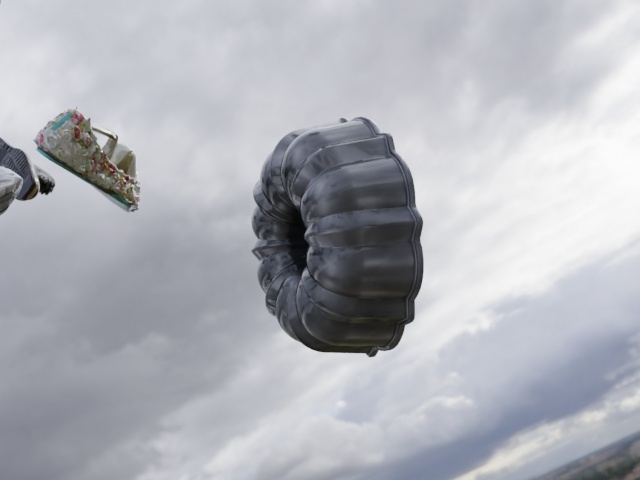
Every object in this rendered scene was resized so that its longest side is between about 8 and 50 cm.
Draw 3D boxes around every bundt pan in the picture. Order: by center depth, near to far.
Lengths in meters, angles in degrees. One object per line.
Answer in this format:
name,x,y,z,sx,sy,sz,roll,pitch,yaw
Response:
bundt pan,0.000,0.000,1.126,0.124,0.330,0.331,-6,-26,-26

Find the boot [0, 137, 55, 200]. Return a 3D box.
boot,-0.516,-0.109,1.523,0.077,0.198,0.137,-48,-42,2

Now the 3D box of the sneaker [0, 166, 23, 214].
sneaker,-0.442,-0.039,0.911,0.090,0.115,0.232,-48,-1,35

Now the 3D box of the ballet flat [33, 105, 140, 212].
ballet flat,-0.280,-0.101,1.096,0.077,0.091,0.241,-56,-15,-6
